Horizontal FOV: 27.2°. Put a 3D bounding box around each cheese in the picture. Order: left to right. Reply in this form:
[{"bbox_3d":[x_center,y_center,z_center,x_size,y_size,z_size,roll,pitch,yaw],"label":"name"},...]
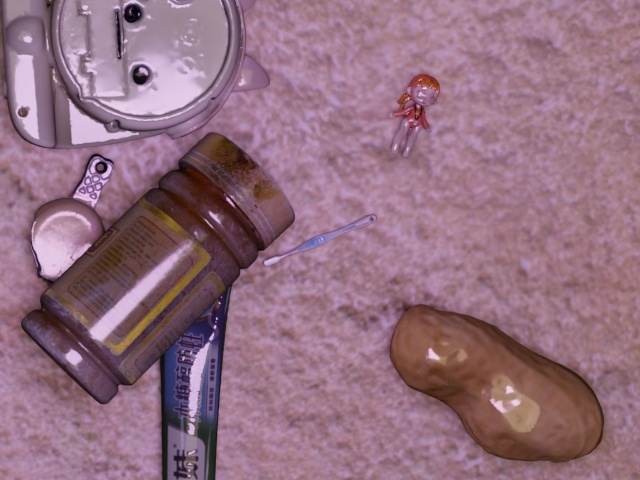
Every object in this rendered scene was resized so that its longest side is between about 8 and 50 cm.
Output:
[{"bbox_3d":[-0.306,-0.024,1.614,0.092,0.047,0.171,6,93,-17],"label":"cheese"}]

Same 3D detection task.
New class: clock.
[{"bbox_3d":[-0.219,-0.248,1.588,0.324,0.108,0.265,-5,94,-12],"label":"clock"}]

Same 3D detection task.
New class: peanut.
[{"bbox_3d":[0.226,0.194,1.699,0.319,0.147,0.147,30,87,-15],"label":"peanut"}]

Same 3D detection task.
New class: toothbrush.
[{"bbox_3d":[0.000,0.000,1.698,0.162,0.017,0.014,-22,98,-10],"label":"toothbrush"}]

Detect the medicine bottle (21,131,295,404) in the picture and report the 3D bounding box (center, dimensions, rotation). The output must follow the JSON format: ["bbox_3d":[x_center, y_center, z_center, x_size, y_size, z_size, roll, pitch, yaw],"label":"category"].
[{"bbox_3d":[-0.192,0.033,1.572,0.322,0.151,0.151,-46,101,-13],"label":"medicine bottle"}]

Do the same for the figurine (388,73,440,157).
[{"bbox_3d":[0.118,-0.161,1.701,0.064,0.047,0.109,18,99,-20],"label":"figurine"}]

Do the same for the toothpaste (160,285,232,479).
[{"bbox_3d":[-0.160,0.212,1.652,0.099,0.061,0.391,1,89,-4],"label":"toothpaste"}]
